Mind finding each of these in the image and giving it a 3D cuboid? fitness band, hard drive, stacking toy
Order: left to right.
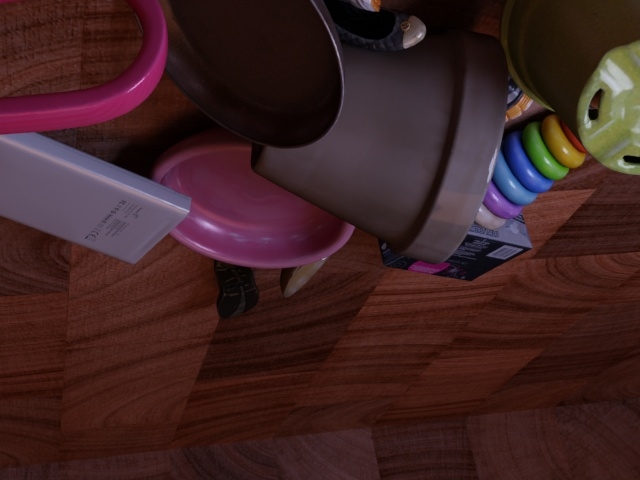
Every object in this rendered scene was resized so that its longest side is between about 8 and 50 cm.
[{"bbox_3d":[-0.318,-0.221,1.226,0.290,0.209,0.054,-8,155,-8],"label":"fitness band"},{"bbox_3d":[-0.379,-0.066,1.659,0.307,0.040,0.203,23,143,-26],"label":"hard drive"},{"bbox_3d":[0.382,-0.149,1.801,0.330,0.141,0.141,-32,149,30],"label":"stacking toy"}]

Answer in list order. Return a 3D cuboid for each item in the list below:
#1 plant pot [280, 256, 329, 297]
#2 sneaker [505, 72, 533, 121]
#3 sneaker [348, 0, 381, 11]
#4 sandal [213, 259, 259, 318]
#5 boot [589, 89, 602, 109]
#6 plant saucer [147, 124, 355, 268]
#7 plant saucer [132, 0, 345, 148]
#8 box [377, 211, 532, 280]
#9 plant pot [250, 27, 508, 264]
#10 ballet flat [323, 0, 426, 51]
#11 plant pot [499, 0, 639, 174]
[{"bbox_3d":[0.000,0.000,1.936,0.236,0.032,0.236,-51,172,-10],"label":"plant pot"},{"bbox_3d":[0.222,-0.211,1.662,0.215,0.084,0.083,-24,125,40],"label":"sneaker"},{"bbox_3d":[0.001,-0.344,1.262,0.121,0.099,0.262,10,172,21],"label":"sneaker"},{"bbox_3d":[-0.175,0.079,2.168,0.090,0.060,0.219,-15,142,-5],"label":"sandal"},{"bbox_3d":[0.359,-0.249,1.523,0.073,0.152,0.197,-50,169,-9],"label":"boot"},{"bbox_3d":[-0.106,-0.076,1.715,0.332,0.084,0.332,5,147,3],"label":"plant saucer"},{"bbox_3d":[-0.091,-0.244,1.270,0.050,0.310,0.310,-48,177,-33],"label":"plant saucer"},{"bbox_3d":[0.236,-0.033,1.974,0.247,0.142,0.163,10,148,-42],"label":"box"},{"bbox_3d":[0.061,-0.152,1.482,0.280,0.323,0.323,12,152,-10],"label":"plant pot"},{"bbox_3d":[0.048,-0.276,1.376,0.173,0.057,0.049,14,163,17],"label":"ballet flat"},{"bbox_3d":[0.377,-0.218,1.339,0.276,0.254,0.276,-1,124,-2],"label":"plant pot"}]
